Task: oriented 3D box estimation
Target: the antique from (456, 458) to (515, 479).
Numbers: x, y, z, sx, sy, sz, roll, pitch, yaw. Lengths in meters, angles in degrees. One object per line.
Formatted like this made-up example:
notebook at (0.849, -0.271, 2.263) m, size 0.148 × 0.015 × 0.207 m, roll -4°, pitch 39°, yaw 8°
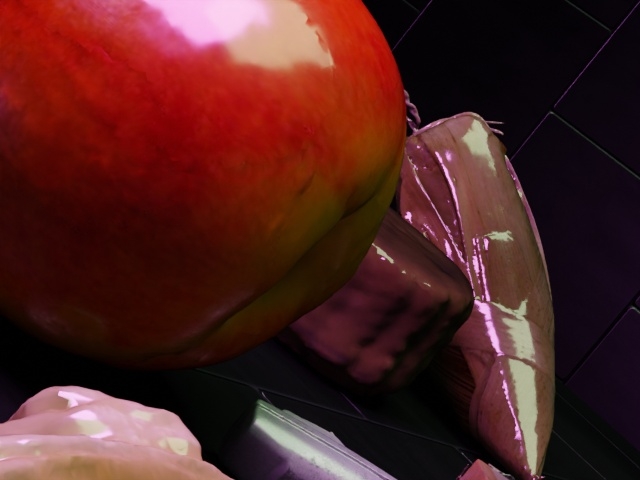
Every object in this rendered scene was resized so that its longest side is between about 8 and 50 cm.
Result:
antique at (0.126, 0.265, 1.004) m, size 0.148 × 0.147 × 0.152 m, roll 35°, pitch 9°, yaw -13°

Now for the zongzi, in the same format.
zongzi at (0.229, 0.028, 1.896) m, size 0.467 × 0.218 × 0.500 m, roll -120°, pitch -163°, yaw -72°

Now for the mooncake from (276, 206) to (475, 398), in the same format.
mooncake at (0.027, 0.045, 1.698) m, size 0.324 × 0.187 × 0.324 m, roll 36°, pitch 10°, yaw -7°

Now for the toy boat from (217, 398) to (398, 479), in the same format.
toy boat at (0.037, 0.217, 1.108) m, size 0.260 × 0.078 × 0.085 m, roll 35°, pitch 22°, yaw -9°

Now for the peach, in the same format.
peach at (-0.135, -0.088, 1.073) m, size 0.388 × 0.388 × 0.388 m, roll 38°, pitch 7°, yaw -6°

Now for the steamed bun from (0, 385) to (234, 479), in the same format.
steamed bun at (-0.111, 0.156, 0.515) m, size 0.428 × 0.189 × 0.247 m, roll 19°, pitch 52°, yaw -55°
